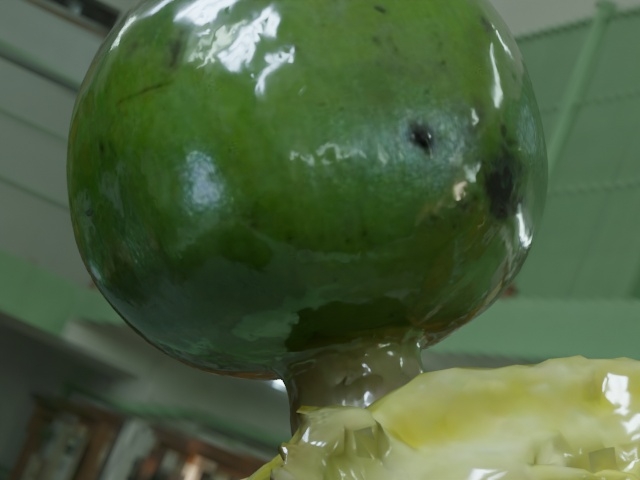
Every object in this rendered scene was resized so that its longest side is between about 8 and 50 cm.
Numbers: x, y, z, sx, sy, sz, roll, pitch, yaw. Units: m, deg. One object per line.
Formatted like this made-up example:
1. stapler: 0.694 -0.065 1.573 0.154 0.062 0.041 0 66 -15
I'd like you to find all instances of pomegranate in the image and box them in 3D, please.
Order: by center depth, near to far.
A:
1. pomegranate: 0.002 0.000 0.667 0.187 0.225 0.187 -11 -16 -3

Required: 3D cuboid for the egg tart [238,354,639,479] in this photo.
1. egg tart: 0.069 0.100 0.365 0.290 0.115 0.290 2 24 -1
